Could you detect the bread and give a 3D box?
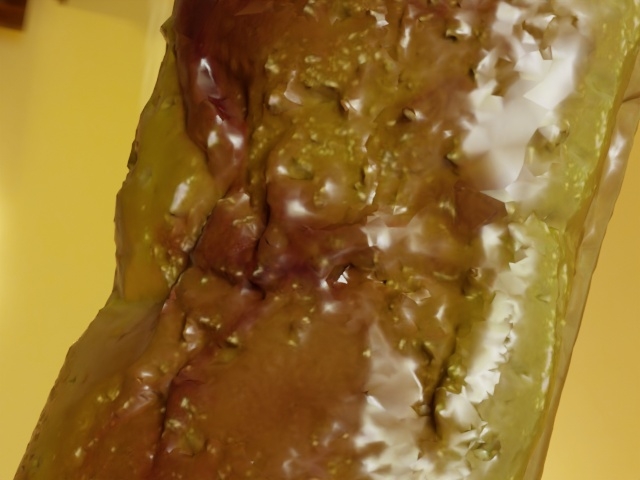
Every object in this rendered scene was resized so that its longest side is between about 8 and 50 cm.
[{"bbox_3d":[0.001,0.000,0.380,0.077,0.139,0.271,38,68,-60],"label":"bread"}]
